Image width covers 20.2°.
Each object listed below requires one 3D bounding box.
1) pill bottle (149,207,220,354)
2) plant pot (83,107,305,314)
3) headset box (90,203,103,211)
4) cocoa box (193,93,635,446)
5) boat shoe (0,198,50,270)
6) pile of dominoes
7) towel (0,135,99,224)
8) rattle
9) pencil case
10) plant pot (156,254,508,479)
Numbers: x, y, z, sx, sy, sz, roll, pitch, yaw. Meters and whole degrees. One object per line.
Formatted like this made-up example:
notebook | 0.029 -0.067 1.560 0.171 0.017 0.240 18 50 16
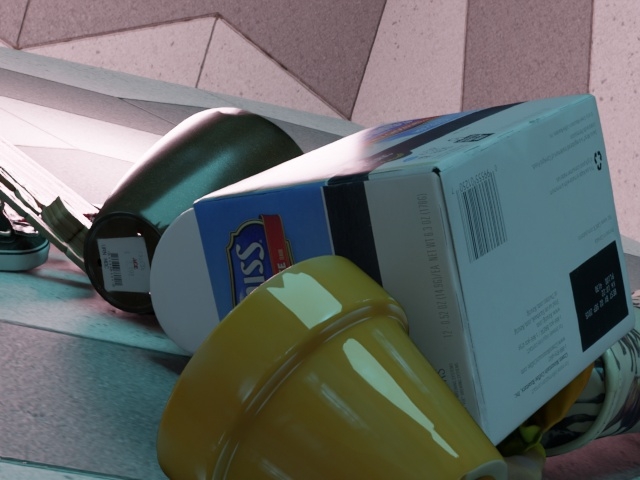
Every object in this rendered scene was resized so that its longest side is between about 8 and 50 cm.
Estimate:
pill bottle | -0.008 0.043 1.771 0.188 0.188 0.334 23 11 34
plant pot | -0.142 -0.008 1.882 0.215 0.215 0.230 21 25 20
headset box | -0.237 -0.020 2.205 0.062 0.032 0.083 23 10 31
cocoa box | 0.091 0.024 1.534 0.228 0.231 0.347 -6 11 31
boat shoe | -0.348 -0.012 1.841 0.077 0.070 0.219 21 10 26
pile of dominoes | -0.312 -0.061 1.926 0.251 0.040 0.196 45 2 -26
towel | -0.388 -0.067 2.061 0.199 0.031 0.275 37 15 15
rattle | 0.125 0.138 1.627 0.199 0.143 0.130 26 33 4
pencil case | 0.290 0.130 1.876 0.183 0.160 0.410 6 3 29
plant pot | 0.022 0.146 1.264 0.188 0.205 0.205 39 18 26
